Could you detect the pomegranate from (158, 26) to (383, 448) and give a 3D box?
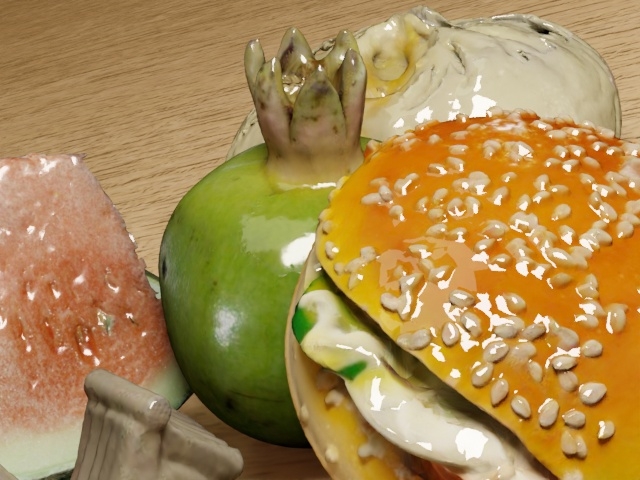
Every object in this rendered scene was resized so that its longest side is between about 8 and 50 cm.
[{"bbox_3d":[0.000,-0.001,0.837,0.187,0.225,0.187,-3,29,2],"label":"pomegranate"}]

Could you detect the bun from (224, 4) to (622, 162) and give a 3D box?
[{"bbox_3d":[0.057,-0.078,1.087,0.287,0.146,0.287,-20,20,8],"label":"bun"}]

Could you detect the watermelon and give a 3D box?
[{"bbox_3d":[-0.176,0.026,0.965,0.148,0.226,0.318,-5,34,-20],"label":"watermelon"}]

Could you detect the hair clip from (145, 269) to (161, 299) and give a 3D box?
[{"bbox_3d":[-0.116,0.049,1.087,0.060,0.033,0.188,-30,25,-18],"label":"hair clip"}]

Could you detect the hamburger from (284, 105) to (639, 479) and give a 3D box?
[{"bbox_3d":[0.097,0.041,0.687,0.237,0.147,0.236,1,56,-2],"label":"hamburger"}]

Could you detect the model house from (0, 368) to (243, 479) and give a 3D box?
[{"bbox_3d":[-0.125,0.155,0.660,0.122,0.188,0.229,18,41,35],"label":"model house"}]
